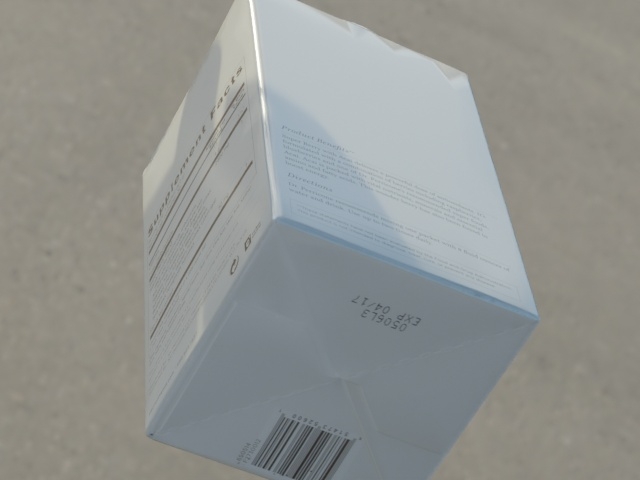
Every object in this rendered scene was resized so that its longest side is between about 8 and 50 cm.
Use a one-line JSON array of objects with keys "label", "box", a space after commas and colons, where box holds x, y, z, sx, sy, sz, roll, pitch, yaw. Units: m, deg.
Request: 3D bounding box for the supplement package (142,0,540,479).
[{"label": "supplement package", "box": [0.000, 0.000, 1.264, 0.177, 0.175, 0.293, 21, 30, -18]}]
